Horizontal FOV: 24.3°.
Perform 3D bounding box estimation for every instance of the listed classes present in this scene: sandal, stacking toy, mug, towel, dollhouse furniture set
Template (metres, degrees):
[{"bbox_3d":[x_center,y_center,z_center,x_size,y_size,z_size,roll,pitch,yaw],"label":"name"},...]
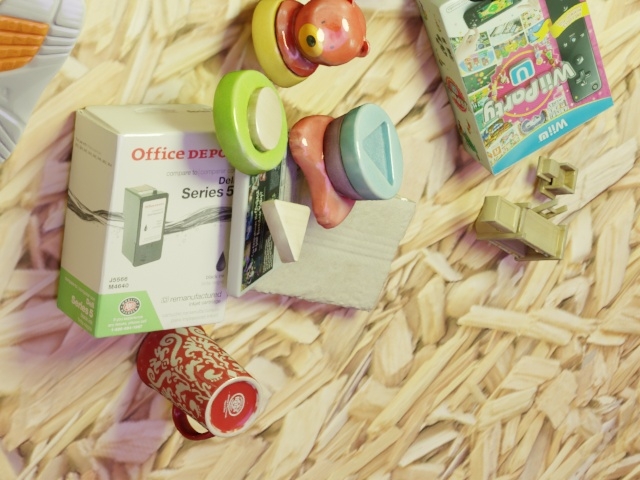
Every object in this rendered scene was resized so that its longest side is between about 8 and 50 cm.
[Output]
[{"bbox_3d":[-0.366,-0.207,1.738,0.102,0.076,0.265,19,120,-27],"label":"sandal"},{"bbox_3d":[0.006,-0.146,1.889,0.309,0.130,0.279,64,33,-25],"label":"stacking toy"},{"bbox_3d":[-0.154,0.202,2.025,0.113,0.169,0.150,-37,129,-18],"label":"mug"},{"bbox_3d":[0.000,0.000,2.126,0.282,0.049,0.187,13,105,-39],"label":"towel"},{"bbox_3d":[0.299,-0.072,2.313,0.182,0.101,0.161,27,69,-41],"label":"dollhouse furniture set"}]

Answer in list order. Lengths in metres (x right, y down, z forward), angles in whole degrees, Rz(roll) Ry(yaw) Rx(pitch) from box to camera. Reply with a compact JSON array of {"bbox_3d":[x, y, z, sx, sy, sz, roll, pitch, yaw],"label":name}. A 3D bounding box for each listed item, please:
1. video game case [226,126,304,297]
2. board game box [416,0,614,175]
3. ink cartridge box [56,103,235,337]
[{"bbox_3d":[-0.070,-0.041,1.954,0.173,0.022,0.190,-37,137,-57],"label":"video game case"},{"bbox_3d":[0.283,-0.280,2.151,0.224,0.097,0.303,-31,128,-9],"label":"board game box"},{"bbox_3d":[-0.215,-0.029,1.901,0.198,0.115,0.273,-5,114,-36],"label":"ink cartridge box"}]
